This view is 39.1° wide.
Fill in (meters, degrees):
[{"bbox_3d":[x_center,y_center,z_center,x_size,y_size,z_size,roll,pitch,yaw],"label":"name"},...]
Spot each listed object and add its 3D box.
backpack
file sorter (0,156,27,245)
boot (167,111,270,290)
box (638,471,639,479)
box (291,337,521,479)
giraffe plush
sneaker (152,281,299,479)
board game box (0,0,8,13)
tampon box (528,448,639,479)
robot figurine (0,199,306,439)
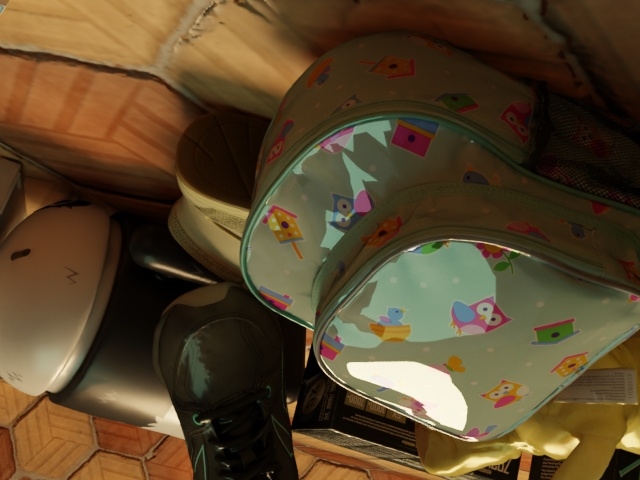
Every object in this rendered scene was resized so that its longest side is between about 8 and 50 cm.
[{"bbox_3d":[0.055,-0.002,0.438,0.189,0.144,0.166,28,132,-11],"label":"backpack"},{"bbox_3d":[-0.381,0.056,0.749,0.173,0.277,0.193,22,160,-10],"label":"file sorter"},{"bbox_3d":[0.000,0.000,0.608,0.213,0.077,0.165,22,160,-6],"label":"boot"},{"bbox_3d":[0.276,0.094,0.387,0.231,0.261,0.127,15,162,-4],"label":"box"},{"bbox_3d":[0.085,0.113,0.760,0.180,0.147,0.077,21,160,-21],"label":"box"},{"bbox_3d":[0.186,0.093,0.616,0.171,0.181,0.210,12,-178,-31],"label":"giraffe plush"},{"bbox_3d":[-0.054,0.147,0.681,0.101,0.106,0.267,-20,129,-14],"label":"sneaker"},{"bbox_3d":[-0.237,-0.143,0.445,0.154,0.026,0.103,25,159,-27],"label":"board game box"},{"bbox_3d":[0.275,0.198,0.841,0.121,0.160,0.101,26,158,-28],"label":"tampon box"},{"bbox_3d":[-0.147,0.070,0.778,0.278,0.209,0.173,22,-170,-26],"label":"robot figurine"}]
